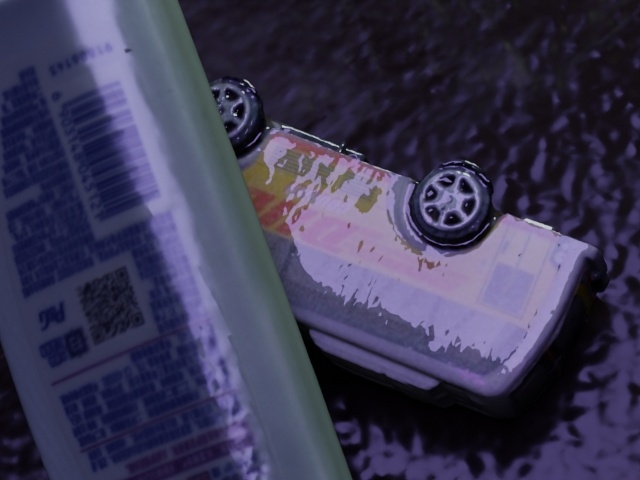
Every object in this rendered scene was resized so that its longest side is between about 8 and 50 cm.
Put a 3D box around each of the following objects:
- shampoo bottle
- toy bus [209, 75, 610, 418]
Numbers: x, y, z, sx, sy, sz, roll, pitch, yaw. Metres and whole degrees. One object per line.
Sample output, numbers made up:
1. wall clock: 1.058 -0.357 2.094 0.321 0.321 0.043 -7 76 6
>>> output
1. shampoo bottle: -0.073 0.061 0.838 0.134 0.078 0.360 -22 83 18
2. toy bus: 0.000 0.000 0.901 0.268 0.092 0.106 21 81 17
